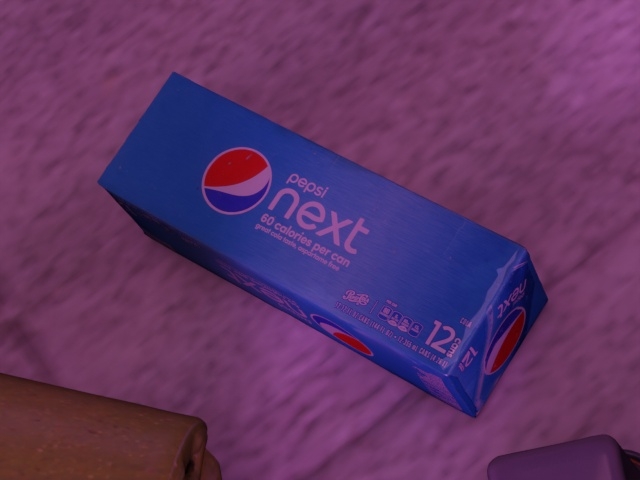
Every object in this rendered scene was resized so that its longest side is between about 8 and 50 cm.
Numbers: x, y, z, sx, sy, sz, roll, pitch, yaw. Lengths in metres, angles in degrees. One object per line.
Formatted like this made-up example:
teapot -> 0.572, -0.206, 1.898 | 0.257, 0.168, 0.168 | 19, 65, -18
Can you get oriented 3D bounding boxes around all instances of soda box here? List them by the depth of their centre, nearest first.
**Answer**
soda box -> 0.000, 0.000, 0.819 | 0.210, 0.067, 0.071 | 28, 78, 25

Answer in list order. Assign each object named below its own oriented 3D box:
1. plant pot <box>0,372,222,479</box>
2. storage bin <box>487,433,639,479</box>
plant pot -> -0.178, 0.154, 0.721 | 0.254, 0.276, 0.276 | 5, 69, 7
storage bin -> 0.105, 0.147, 0.713 | 0.098, 0.091, 0.135 | -13, 64, 11
